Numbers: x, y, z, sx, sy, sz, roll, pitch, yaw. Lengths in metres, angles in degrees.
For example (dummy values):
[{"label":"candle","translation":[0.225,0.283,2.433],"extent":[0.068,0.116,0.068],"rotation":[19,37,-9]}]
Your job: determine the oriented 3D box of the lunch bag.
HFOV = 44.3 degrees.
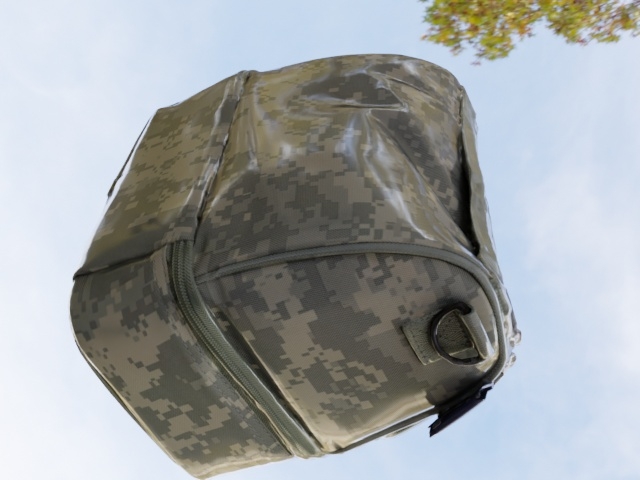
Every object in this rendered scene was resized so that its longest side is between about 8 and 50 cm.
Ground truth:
[{"label":"lunch bag","translation":[0.000,0.000,0.572],"extent":[0.256,0.305,0.212],"rotation":[-20,-59,20]}]
